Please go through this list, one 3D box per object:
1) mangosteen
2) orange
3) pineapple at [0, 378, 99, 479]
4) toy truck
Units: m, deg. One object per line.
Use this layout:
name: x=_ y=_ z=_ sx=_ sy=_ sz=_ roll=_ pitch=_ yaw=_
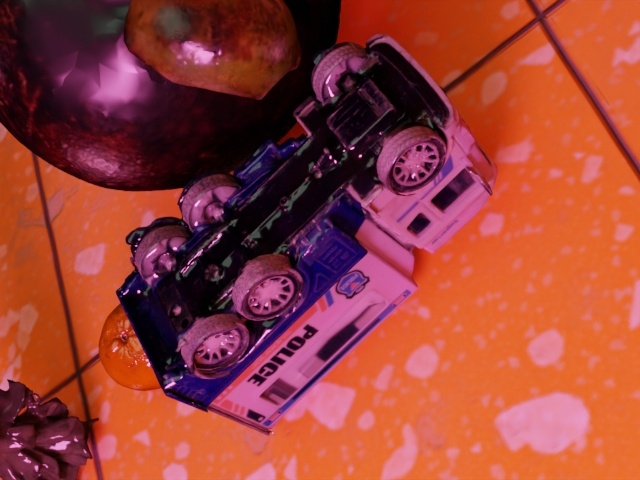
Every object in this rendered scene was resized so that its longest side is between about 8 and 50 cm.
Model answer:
mangosteen: x=-0.120 y=-0.192 z=0.892 sx=0.330 sy=0.330 sz=0.330 roll=-18 pitch=59 yaw=32
orange: x=-0.140 y=0.081 z=0.927 sx=0.083 sy=0.070 sz=0.083 roll=-13 pitch=64 yaw=30
pineapple: x=-0.294 y=0.149 z=0.898 sx=0.128 sy=0.248 sz=0.128 roll=-22 pitch=56 yaw=37
toy truck: x=0.000 y=0.000 z=0.802 sx=0.268 sy=0.155 sz=0.124 roll=-43 pitch=49 yaw=10
